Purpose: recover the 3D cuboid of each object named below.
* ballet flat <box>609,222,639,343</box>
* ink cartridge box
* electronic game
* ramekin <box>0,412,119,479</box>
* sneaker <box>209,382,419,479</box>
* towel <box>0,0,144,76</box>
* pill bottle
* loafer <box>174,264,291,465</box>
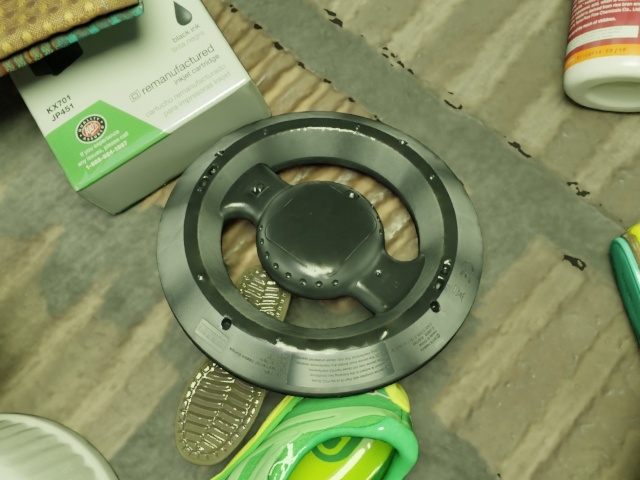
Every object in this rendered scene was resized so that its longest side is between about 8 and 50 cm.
[{"bbox_3d":[0.258,0.096,0.508,0.077,0.077,0.231,-9,79,3],"label":"ballet flat"},{"bbox_3d":[-0.159,-0.151,0.586,0.153,0.087,0.208,-33,78,1],"label":"ink cartridge box"},{"bbox_3d":[0.000,0.000,0.536,0.229,0.048,0.229,1,59,-1],"label":"electronic game"},{"bbox_3d":[-0.245,0.230,0.528,0.207,0.109,0.207,-1,82,7],"label":"ramekin"},{"bbox_3d":[-0.046,0.207,0.494,0.109,0.123,0.295,38,88,-11],"label":"sneaker"},{"bbox_3d":[-0.273,-0.250,0.570,0.271,0.040,0.370,-22,60,9],"label":"towel"},{"bbox_3d":[0.226,-0.177,0.546,0.086,0.086,0.152,7,83,8],"label":"pill bottle"},{"bbox_3d":[-0.057,0.091,0.546,0.056,0.050,0.148,22,72,9],"label":"loafer"}]
